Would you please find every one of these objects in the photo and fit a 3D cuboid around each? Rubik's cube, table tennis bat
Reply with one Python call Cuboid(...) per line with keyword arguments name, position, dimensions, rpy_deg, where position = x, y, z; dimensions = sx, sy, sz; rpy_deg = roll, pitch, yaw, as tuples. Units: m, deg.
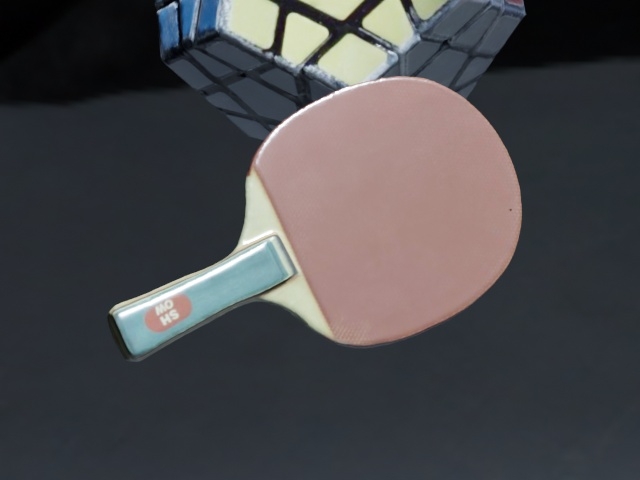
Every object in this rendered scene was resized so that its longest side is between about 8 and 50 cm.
Cuboid(name="Rubik's cube", position=(0.012, -0.223, 1.475), dimensions=(0.264, 0.319, 0.319), rpy_deg=(5, -15, -27))
Cuboid(name="table tennis bat", position=(0.000, 0.000, 1.049), dimensions=(0.274, 0.154, 0.021), rpy_deg=(-26, -1, -21))
